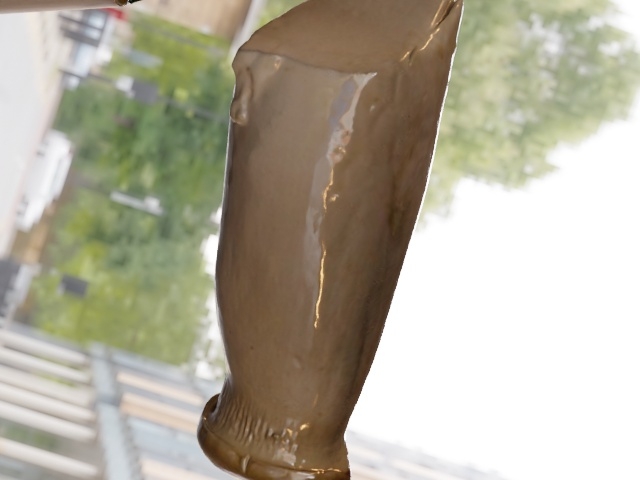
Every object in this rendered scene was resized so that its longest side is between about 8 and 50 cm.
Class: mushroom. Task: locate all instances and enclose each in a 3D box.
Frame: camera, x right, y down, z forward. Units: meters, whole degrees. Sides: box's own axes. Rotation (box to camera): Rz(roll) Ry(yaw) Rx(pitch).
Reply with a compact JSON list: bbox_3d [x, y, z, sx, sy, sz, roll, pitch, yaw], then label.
[{"bbox_3d":[-0.004,-0.001,1.328,0.154,0.137,0.407,-19,126,-57],"label":"mushroom"}]

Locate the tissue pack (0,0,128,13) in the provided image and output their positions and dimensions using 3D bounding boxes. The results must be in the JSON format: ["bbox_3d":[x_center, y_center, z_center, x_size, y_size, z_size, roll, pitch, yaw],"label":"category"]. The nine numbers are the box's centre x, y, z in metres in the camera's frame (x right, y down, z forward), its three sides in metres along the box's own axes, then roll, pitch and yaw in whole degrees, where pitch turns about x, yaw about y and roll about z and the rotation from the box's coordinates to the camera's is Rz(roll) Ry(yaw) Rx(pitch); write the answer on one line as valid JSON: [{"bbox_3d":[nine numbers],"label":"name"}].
[{"bbox_3d":[-0.189,-0.265,1.030,0.159,0.136,0.246,-74,154,-43],"label":"tissue pack"}]

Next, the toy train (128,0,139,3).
[{"bbox_3d":[-0.182,-0.300,1.556,0.112,0.163,0.203,15,-131,47],"label":"toy train"}]
